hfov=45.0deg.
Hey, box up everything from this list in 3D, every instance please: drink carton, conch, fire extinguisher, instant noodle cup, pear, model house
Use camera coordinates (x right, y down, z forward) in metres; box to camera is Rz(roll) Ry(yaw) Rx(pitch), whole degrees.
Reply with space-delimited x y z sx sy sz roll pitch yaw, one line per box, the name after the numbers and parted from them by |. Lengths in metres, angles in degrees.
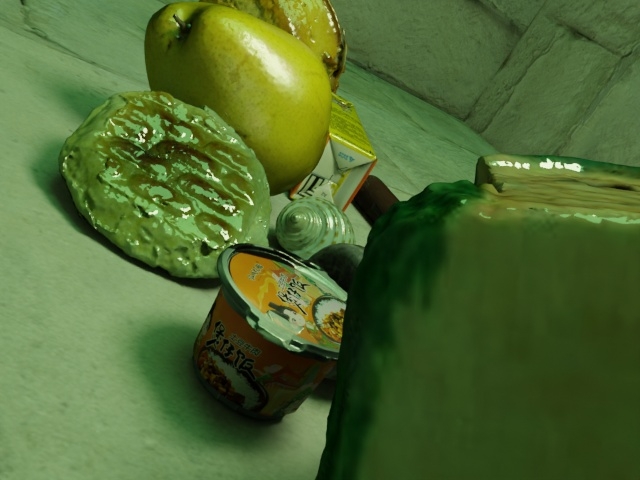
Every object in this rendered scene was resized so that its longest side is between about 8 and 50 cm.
0.010 -0.188 1.561 0.111 0.154 0.351 28 20 -16 | drink carton
0.003 -0.004 1.206 0.153 0.102 0.135 14 42 -45 | conch
0.118 -0.066 1.582 0.089 0.072 0.268 -17 43 -18 | fire extinguisher
-0.055 0.103 0.806 0.177 0.125 0.208 40 20 15 | instant noodle cup
-0.137 -0.219 1.225 0.336 0.285 0.285 20 23 -33 | pear
0.178 0.129 0.637 0.334 0.382 0.342 8 13 8 | model house

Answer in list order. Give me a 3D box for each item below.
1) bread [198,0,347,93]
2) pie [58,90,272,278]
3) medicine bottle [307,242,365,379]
-0.124 -0.435 1.745 0.358 0.337 0.204 37 43 17 | bread
-0.192 -0.082 1.007 0.306 0.071 0.306 19 43 -19 | pie
0.104 0.106 0.988 0.273 0.165 0.165 15 26 -40 | medicine bottle
